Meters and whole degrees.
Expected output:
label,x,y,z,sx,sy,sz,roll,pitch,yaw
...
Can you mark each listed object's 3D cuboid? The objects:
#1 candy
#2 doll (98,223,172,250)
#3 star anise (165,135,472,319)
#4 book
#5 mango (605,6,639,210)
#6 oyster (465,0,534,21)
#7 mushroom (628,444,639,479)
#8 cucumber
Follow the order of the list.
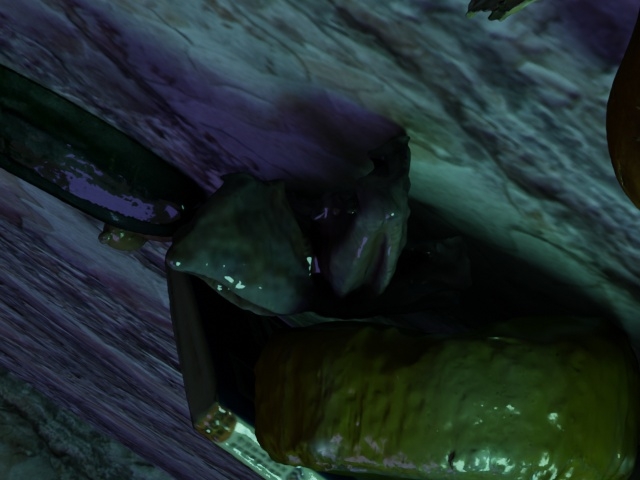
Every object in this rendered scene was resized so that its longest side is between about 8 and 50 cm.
label,x,y,z,sx,sy,sz,roll,pitch,yaw
candy,0.082,0.106,0.777,0.259,0.118,0.260,4,170,1
doll,-0.151,-0.005,1.050,0.093,0.051,0.061,24,-174,27
star anise,0.000,-0.001,0.766,0.198,0.111,0.257,3,171,6
book,0.040,0.189,1.027,0.428,0.039,0.300,40,-171,-23
mango,0.163,-0.058,0.450,0.105,0.084,0.159,17,155,20
oyster,0.109,-0.124,0.402,0.061,0.106,0.200,-4,-164,-29
mushroom,0.232,0.303,0.876,0.130,0.247,0.344,-2,129,31
cucumber,-0.209,-0.066,0.986,0.244,0.063,0.115,26,159,12
